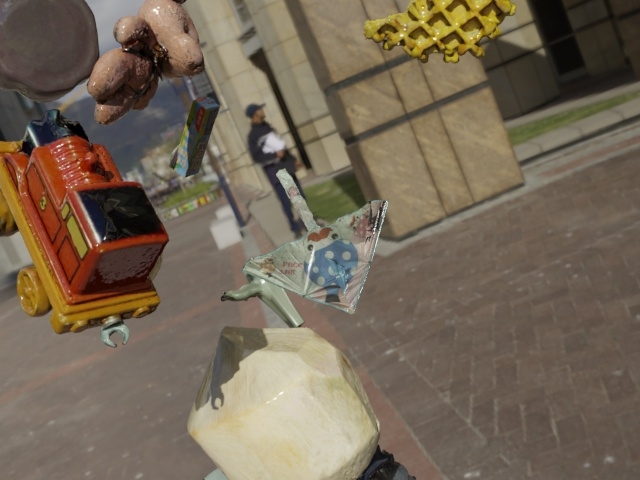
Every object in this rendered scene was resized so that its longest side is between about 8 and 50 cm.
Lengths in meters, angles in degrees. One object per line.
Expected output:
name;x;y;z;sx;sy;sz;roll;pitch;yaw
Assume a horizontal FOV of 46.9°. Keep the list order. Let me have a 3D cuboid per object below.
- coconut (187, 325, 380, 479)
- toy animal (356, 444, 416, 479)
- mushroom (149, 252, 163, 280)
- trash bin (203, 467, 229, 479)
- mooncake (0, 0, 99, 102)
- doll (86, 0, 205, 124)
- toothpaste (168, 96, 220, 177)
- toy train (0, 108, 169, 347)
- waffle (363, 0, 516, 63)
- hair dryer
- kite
coconut;-0.083;0.347;1.560;0.416;0.415;0.344;-18;15;31
toy animal;0.165;0.618;1.962;0.121;0.210;0.117;-51;42;-6
mushroom;-0.441;0.021;1.438;0.234;0.260;0.254;-82;18;-51
trash bin;-0.158;0.676;1.708;0.277;0.217;0.262;10;34;-25
mooncake;-0.566;-0.402;1.475;0.245;0.244;0.133;-28;11;-31
doll;-0.309;-0.325;1.371;0.156;0.201;0.303;17;51;7
toothpaste;-0.296;-0.235;1.706;0.070;0.044;0.193;-30;-29;-51
toy train;-0.347;-0.022;1.059;0.163;0.369;0.231;-10;-29;-45
waffle;0.221;-0.443;1.286;0.260;0.292;0.069;11;34;1
hair dryer;-0.135;0.162;1.900;0.088;0.219;0.225;-47;5;27
kite;0.000;0.000;1.426;0.335;0.314;0.011;-27;6;-20
